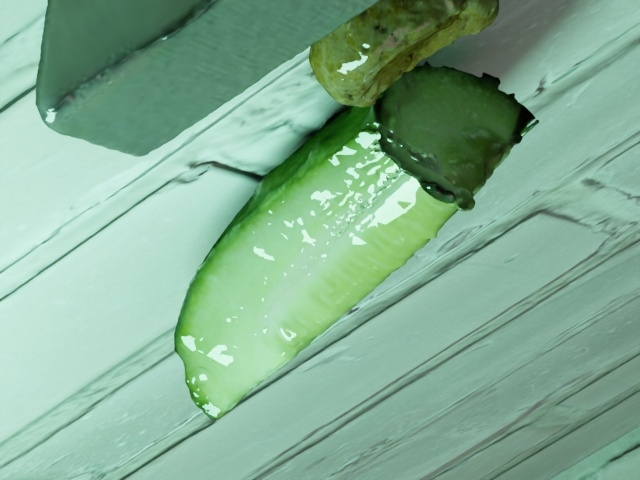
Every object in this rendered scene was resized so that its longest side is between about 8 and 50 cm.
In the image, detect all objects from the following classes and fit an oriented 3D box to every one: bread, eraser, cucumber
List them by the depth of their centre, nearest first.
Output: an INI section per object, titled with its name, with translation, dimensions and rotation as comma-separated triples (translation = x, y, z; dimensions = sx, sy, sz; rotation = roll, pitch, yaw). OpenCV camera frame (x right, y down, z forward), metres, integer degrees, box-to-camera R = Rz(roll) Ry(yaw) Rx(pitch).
[eraser]
translation = 0.016, -0.168, 0.908
dimensions = 0.352, 0.077, 0.111
rotation = -33, 164, 15
[bread]
translation = 0.041, -0.125, 1.082
dimensions = 0.113, 0.060, 0.082
rotation = -31, 163, 4
[cucumber]
translation = 0.000, -0.003, 1.307
dimensions = 0.325, 0.105, 0.145
rotation = -46, -179, 45
